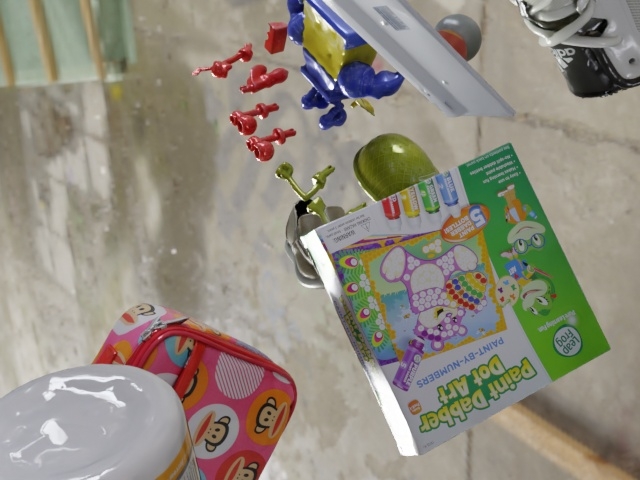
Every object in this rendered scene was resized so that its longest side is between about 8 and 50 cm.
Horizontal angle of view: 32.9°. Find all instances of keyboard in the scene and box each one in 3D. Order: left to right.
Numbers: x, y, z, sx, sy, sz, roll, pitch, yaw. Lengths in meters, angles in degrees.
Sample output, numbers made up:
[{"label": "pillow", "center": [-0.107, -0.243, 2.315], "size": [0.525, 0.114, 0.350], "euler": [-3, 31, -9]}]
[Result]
[{"label": "keyboard", "center": [0.047, -0.165, 0.803], "size": [0.072, 0.256, 0.014], "euler": [2, 62, 51]}]

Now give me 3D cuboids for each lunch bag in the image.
[{"label": "lunch bag", "center": [-0.187, 0.219, 1.163], "size": [0.120, 0.258, 0.293], "euler": [26, 87, 52]}]

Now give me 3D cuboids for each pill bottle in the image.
[{"label": "pill bottle", "center": [-0.156, 0.246, 0.811], "size": [0.162, 0.162, 0.278], "euler": [31, 137, 51]}]

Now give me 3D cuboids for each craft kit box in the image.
[{"label": "craft kit box", "center": [0.141, 0.056, 1.115], "size": [0.246, 0.250, 0.061], "euler": [65, 159, 0]}]

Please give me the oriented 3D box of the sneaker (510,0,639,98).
[{"label": "sneaker", "center": [0.177, -0.226, 0.897], "size": [0.169, 0.448, 0.257], "euler": [-145, 43, -62]}]

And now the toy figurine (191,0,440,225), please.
[{"label": "toy figurine", "center": [0.011, -0.207, 1.283], "size": [0.362, 0.191, 0.217], "euler": [52, 146, 33]}]

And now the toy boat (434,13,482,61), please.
[{"label": "toy boat", "center": [0.116, -0.360, 1.375], "size": [0.268, 0.148, 0.318], "euler": [-12, 111, 31]}]

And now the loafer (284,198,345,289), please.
[{"label": "loafer", "center": [0.000, 0.000, 1.480], "size": [0.251, 0.094, 0.087], "euler": [-142, 45, -66]}]
